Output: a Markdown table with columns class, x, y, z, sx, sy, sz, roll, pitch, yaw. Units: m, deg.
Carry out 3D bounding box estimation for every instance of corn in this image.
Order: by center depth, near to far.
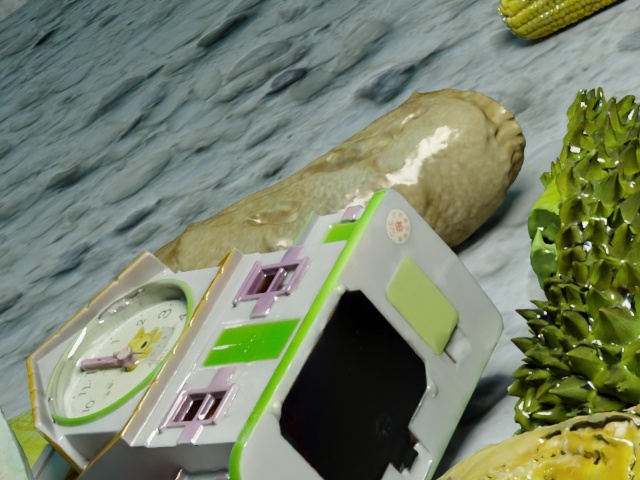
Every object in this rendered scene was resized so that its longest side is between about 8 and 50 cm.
| class | x | y | z | sx | sy | sz | roll | pitch | yaw |
| --- | --- | --- | --- | --- | --- | --- | --- | --- | --- |
| corn | 0.251 | -0.244 | 1.747 | 0.203 | 0.072 | 0.072 | -25 | 23 | 19 |

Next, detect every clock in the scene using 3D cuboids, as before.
| class | x | y | z | sx | sy | sz | roll | pitch | yaw |
| --- | --- | --- | --- | --- | --- | --- | --- | --- | --- |
| clock | -0.073 | 0.108 | 1.290 | 0.309 | 0.166 | 0.235 | -11 | 40 | 46 |

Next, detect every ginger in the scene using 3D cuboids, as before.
| class | x | y | z | sx | sy | sz | roll | pitch | yaw |
| --- | --- | --- | --- | --- | --- | --- | --- | --- | --- |
| ginger | 0.000 | 0.000 | 1.506 | 0.354 | 0.126 | 0.190 | -34 | 14 | 5 |

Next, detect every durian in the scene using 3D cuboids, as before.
| class | x | y | z | sx | sy | sz | roll | pitch | yaw |
| --- | --- | --- | --- | --- | --- | --- | --- | --- | --- |
| durian | 0.203 | 0.014 | 1.267 | 0.355 | 0.157 | 0.169 | -69 | 4 | -56 |

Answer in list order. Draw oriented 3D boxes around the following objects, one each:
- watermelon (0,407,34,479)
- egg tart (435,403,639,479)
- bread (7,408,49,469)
| class | x | y | z | sx | sy | sz | roll | pitch | yaw |
| --- | --- | --- | --- | --- | --- | --- | --- | --- | --- |
| watermelon | -0.261 | 0.236 | 1.280 | 0.260 | 0.176 | 0.256 | -34 | 45 | 8 |
| egg tart | 0.118 | 0.194 | 0.963 | 0.291 | 0.107 | 0.291 | -32 | 24 | 16 |
| bread | -0.264 | 0.213 | 1.557 | 0.228 | 0.033 | 0.228 | -30 | 22 | 14 |
